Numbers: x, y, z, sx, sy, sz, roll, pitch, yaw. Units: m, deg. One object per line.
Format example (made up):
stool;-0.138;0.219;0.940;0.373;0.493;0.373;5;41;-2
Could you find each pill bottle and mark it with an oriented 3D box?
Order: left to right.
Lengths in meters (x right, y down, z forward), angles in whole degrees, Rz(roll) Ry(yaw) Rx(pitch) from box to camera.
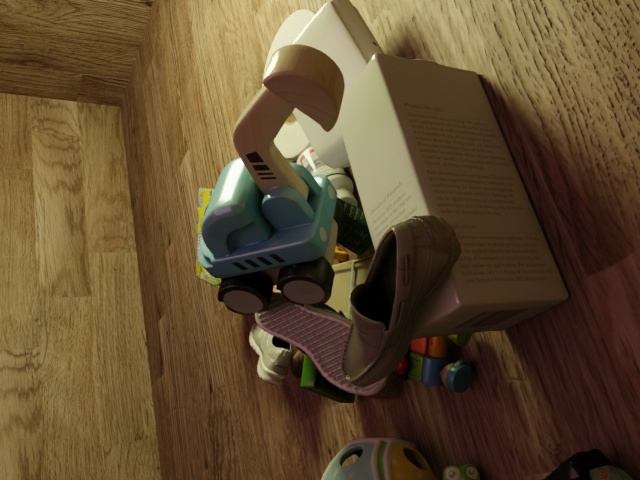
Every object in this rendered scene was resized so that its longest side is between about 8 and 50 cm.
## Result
pill bottle;0.019;-0.135;1.451;0.108;0.108;0.180;-61;40;39

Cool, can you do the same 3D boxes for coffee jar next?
coffee jar;0.036;-0.048;1.338;0.096;0.185;0.079;-49;17;44

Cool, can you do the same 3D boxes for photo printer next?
photo printer;0.046;-0.330;1.333;0.256;0.107;0.307;-39;73;41

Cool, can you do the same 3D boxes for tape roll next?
tape roll;-0.047;-0.405;1.605;0.392;0.072;0.391;1;91;60

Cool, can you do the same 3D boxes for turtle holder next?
turtle holder;0.126;0.492;1.132;0.320;0.244;0.227;128;151;-58

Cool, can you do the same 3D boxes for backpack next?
backpack;0.385;0.388;0.809;0.151;0.115;0.182;105;148;-44

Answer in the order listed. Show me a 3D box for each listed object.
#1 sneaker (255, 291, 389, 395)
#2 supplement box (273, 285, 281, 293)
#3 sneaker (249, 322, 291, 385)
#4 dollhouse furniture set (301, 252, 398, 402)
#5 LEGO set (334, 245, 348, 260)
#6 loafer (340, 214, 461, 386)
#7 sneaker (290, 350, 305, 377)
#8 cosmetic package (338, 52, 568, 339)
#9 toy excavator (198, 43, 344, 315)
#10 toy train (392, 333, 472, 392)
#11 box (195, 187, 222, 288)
sneaker;0.020;0.202;1.237;0.321;0.127;0.126;31;93;30
supplement box;-0.098;0.107;1.672;0.188;0.081;0.104;23;109;58
sneaker;-0.121;0.287;1.686;0.115;0.105;0.281;-58;24;12
dollhouse furniture set;0.092;0.201;1.364;0.198;0.151;0.301;-13;59;38
LEGO set;0.000;0.000;1.493;0.227;0.093;0.086;29;115;56
loafer;0.086;0.095;0.876;0.112;0.112;0.319;58;138;44
sneaker;-0.022;0.308;1.553;0.071;0.066;0.188;61;139;39
cosmetic package;0.203;-0.077;1.016;0.161;0.230;0.452;-45;51;51
toy excavator;-0.092;-0.089;1.084;0.433;0.445;0.222;-13;46;27
toy train;0.219;0.151;1.121;0.143;0.105;0.247;12;100;49
box;-0.254;-0.010;1.846;0.279;0.177;0.289;14;102;59
